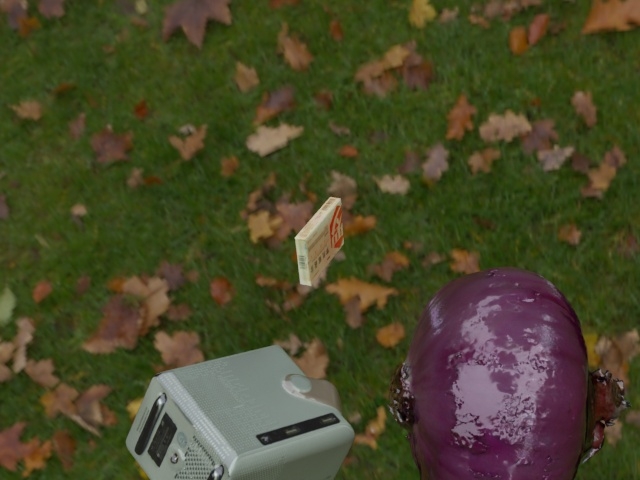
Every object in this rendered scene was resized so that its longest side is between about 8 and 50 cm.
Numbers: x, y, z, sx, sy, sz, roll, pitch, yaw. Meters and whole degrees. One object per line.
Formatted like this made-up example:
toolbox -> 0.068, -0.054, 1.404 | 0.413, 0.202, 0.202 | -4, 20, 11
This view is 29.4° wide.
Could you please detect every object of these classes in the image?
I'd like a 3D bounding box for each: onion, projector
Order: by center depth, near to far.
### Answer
onion -> 0.081, 0.069, 0.520 | 0.104, 0.115, 0.115 | 4, 56, -12
projector -> -0.090, 0.245, 1.510 | 0.242, 0.163, 0.177 | -9, 45, -42

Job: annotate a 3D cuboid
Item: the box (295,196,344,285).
box -> 0.000, 0.000, 1.296 | 0.015, 0.058, 0.093 | 8, 33, 24
